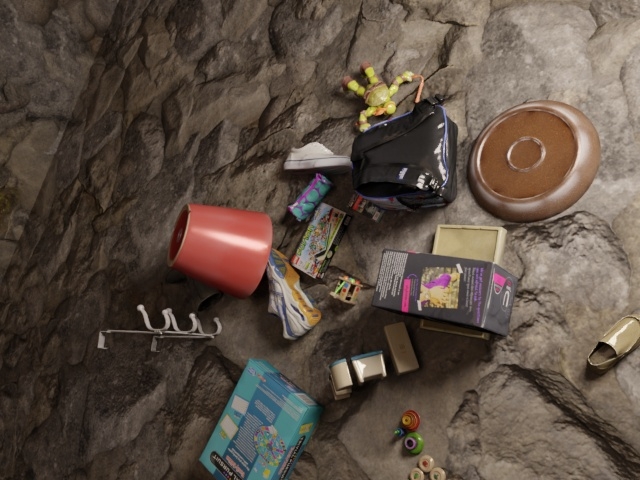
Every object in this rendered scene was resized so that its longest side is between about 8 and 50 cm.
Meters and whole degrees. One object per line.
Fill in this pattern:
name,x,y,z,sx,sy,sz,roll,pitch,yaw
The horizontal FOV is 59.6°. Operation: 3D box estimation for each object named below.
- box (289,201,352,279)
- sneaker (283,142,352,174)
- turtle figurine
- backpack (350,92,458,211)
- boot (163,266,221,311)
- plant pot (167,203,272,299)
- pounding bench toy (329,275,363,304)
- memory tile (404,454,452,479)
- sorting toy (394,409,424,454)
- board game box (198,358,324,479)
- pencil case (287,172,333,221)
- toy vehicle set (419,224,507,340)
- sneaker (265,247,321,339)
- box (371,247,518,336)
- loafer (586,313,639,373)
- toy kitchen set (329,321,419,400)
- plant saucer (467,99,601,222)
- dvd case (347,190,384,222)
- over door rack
box,0.000,0.000,1.629,0.114,0.036,0.206,26,92,39
sneaker,-0.009,-0.250,1.677,0.258,0.094,0.091,6,84,38
turtle figurine,0.148,-0.413,1.616,0.269,0.087,0.217,-48,54,15
backpack,0.215,-0.195,1.423,0.264,0.213,0.276,-5,67,27
boot,-0.434,0.155,1.888,0.190,0.076,0.208,-41,62,22
plant pot,-0.308,0.016,1.664,0.275,0.243,0.274,-44,37,47
pounding bench toy,0.065,0.130,1.509,0.052,0.083,0.065,22,90,39
memory tile,0.258,0.578,1.271,0.148,0.012,0.113,40,101,37
sorting toy,0.207,0.455,1.328,0.061,0.042,0.101,-15,68,33
board game box,-0.170,0.541,1.557,0.254,0.079,0.335,29,94,38
pencil case,-0.031,-0.131,1.671,0.151,0.070,0.064,-49,56,14
toy vehicle set,0.342,0.095,1.346,0.166,0.035,0.266,5,79,37
sneaker,-0.118,0.152,1.623,0.131,0.112,0.296,-47,51,21
box,0.277,0.114,1.257,0.271,0.165,0.143,8,81,38
loafer,0.591,0.208,1.117,0.056,0.050,0.148,42,102,37
toy kitchen set,0.123,0.311,1.426,0.207,0.166,0.122,-12,64,-6
plant saucer,0.489,-0.197,1.323,0.311,0.050,0.310,-11,70,33
dvd case,0.138,-0.111,1.577,0.119,0.013,0.087,32,96,40
over door rack,-0.517,0.279,1.793,0.325,0.240,0.108,-18,68,31
